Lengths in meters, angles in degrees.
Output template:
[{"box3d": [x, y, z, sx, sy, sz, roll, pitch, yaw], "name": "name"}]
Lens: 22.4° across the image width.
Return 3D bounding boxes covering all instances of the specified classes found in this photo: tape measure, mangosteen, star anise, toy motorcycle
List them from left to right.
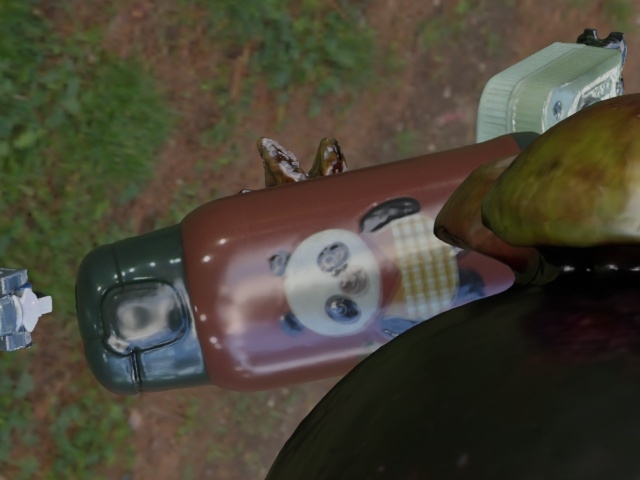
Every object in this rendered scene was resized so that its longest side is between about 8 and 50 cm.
[{"box3d": [-0.395, 0.067, 1.682, 0.150, 0.221, 0.102, -26, 117, -64], "name": "toy motorcycle"}, {"box3d": [0.000, 0.001, 1.968, 0.288, 0.088, 0.288, 13, 73, -45], "name": "star anise"}, {"box3d": [0.267, -0.105, 1.780, 0.235, 0.115, 0.207, -32, 124, -51], "name": "tape measure"}, {"box3d": [0.139, 0.131, 0.662, 0.382, 0.382, 0.435, -1, 88, -53], "name": "mangosteen"}]

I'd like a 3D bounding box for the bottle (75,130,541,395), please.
[{"box3d": [0.003, 0.028, 1.100, 0.144, 0.336, 0.144, 167, -90, -88], "name": "bottle"}]
